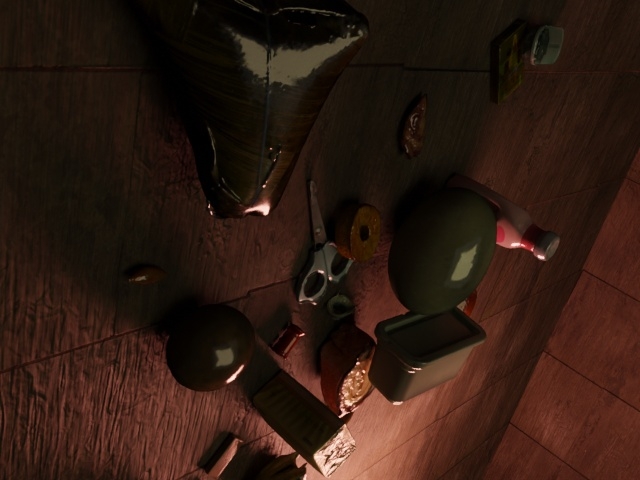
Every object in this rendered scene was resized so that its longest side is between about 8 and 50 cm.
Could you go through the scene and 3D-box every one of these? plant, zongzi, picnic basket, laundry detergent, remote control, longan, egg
[{"bbox_3d":[-0.186,0.665,1.874,0.333,0.180,0.251,7,125,-19],"label":"plant"},{"bbox_3d":[-0.192,-0.224,1.025,0.432,0.208,0.403,5,125,-35],"label":"zongzi"},{"bbox_3d":[0.054,0.165,1.759,0.083,0.065,0.083,-12,149,-36],"label":"picnic basket"},{"bbox_3d":[0.485,-0.057,1.869,0.088,0.335,0.159,-37,142,-27],"label":"laundry detergent"},{"bbox_3d":[0.597,-0.524,1.846,0.247,0.052,0.104,-21,126,-54],"label":"remote control"},{"bbox_3d":[-0.216,0.216,1.360,0.184,0.159,0.204,-27,151,-37],"label":"longan"},{"bbox_3d":[0.316,0.028,1.799,0.352,0.258,0.258,-58,147,6],"label":"egg"}]

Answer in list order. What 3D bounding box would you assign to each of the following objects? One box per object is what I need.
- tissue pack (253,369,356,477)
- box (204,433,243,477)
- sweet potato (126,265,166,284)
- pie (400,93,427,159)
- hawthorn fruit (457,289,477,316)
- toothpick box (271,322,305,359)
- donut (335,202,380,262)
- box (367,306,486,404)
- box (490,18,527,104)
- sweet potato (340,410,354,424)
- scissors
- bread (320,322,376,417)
[{"bbox_3d":[-0.041,0.455,1.718,0.125,0.234,0.159,-42,144,-18],"label":"tissue pack"},{"bbox_3d":[-0.241,0.536,1.719,0.115,0.025,0.048,-53,142,-6],"label":"box"},{"bbox_3d":[-0.305,0.061,1.225,0.095,0.034,0.034,-8,125,-61],"label":"sweet potato"},{"bbox_3d":[0.223,-0.257,1.639,0.092,0.034,0.170,-41,145,-30],"label":"pie"},{"bbox_3d":[0.337,0.154,2.007,0.225,0.196,0.197,34,89,-45],"label":"hawthorn fruit"},{"bbox_3d":[-0.077,0.242,1.662,0.083,0.047,0.047,-53,147,-7],"label":"toothpick box"},{"bbox_3d":[0.086,-0.019,1.611,0.152,0.058,0.152,-28,123,-56],"label":"donut"},{"bbox_3d":[0.270,0.305,1.838,0.311,0.175,0.183,-12,130,-41],"label":"box"},{"bbox_3d":[0.495,-0.468,1.816,0.121,0.030,0.193,-43,146,-21],"label":"box"},{"bbox_3d":[0.035,0.541,2.055,0.233,0.062,0.081,-18,129,-48],"label":"sweet potato"},{"bbox_3d":[0.001,0.001,1.573,0.191,0.029,0.360,-37,143,-25],"label":"scissors"},{"bbox_3d":[0.081,0.336,1.878,0.190,0.123,0.244,-31,140,-36],"label":"bread"}]
